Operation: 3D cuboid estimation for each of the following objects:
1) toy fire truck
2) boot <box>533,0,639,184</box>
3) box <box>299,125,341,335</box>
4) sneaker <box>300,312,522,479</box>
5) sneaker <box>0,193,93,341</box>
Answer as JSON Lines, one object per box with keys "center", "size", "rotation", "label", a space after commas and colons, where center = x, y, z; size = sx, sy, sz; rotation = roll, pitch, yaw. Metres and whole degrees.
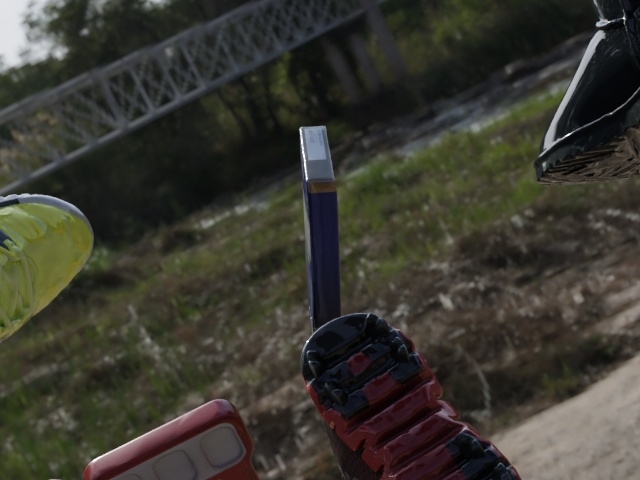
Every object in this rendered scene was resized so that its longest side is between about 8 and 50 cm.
{"center": [-0.192, 0.321, 1.306], "size": [0.302, 0.254, 0.169], "rotation": [-24, 34, -6], "label": "toy fire truck"}
{"center": [0.213, -0.165, 0.832], "size": [0.094, 0.207, 0.246], "rotation": [-2, -16, -16], "label": "boot"}
{"center": [0.000, 0.000, 1.364], "size": [0.036, 0.225, 0.136], "rotation": [-3, 31, -3], "label": "box"}
{"center": [0.081, 0.182, 0.891], "size": [0.097, 0.135, 0.276], "rotation": [-28, 51, -10], "label": "sneaker"}
{"center": [-0.341, 0.075, 1.081], "size": [0.147, 0.145, 0.384], "rotation": [14, 33, 35], "label": "sneaker"}
